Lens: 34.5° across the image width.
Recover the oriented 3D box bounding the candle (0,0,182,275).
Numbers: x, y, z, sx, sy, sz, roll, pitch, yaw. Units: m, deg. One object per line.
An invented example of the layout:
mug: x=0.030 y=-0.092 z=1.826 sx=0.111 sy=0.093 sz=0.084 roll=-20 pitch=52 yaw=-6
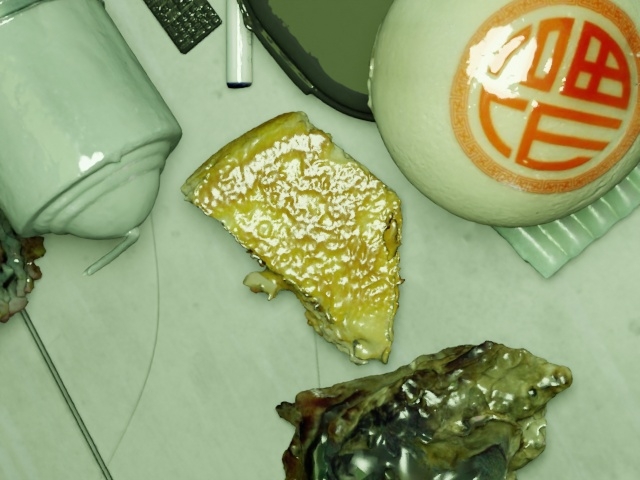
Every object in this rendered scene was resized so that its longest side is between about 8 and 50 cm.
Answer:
candle: x=-0.282 y=-0.133 z=1.102 sx=0.221 sy=0.221 sz=0.342 roll=-33 pitch=90 yaw=13

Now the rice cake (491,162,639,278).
rice cake: x=0.229 y=-0.079 z=1.079 sx=0.189 sy=0.037 sz=0.198 roll=-38 pitch=85 yaw=12

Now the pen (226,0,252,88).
pen: x=-0.089 y=-0.304 z=1.138 sx=0.033 sy=0.033 sz=0.269 roll=1 pitch=95 yaw=13

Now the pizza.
pizza: x=0.000 y=0.000 z=1.121 sx=0.189 sy=0.071 sz=0.297 roll=-43 pitch=88 yaw=0

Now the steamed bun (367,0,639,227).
steamed bun: x=0.189 y=-0.144 z=0.938 sx=0.283 sy=0.177 sz=0.283 roll=-2 pitch=106 yaw=-7

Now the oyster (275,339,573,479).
oyster: x=0.111 y=0.245 z=1.106 sx=0.361 sy=0.096 sz=0.221 roll=-19 pitch=97 yaw=16

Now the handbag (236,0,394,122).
handbag: x=0.051 y=-0.268 z=1.078 sx=0.254 sy=0.093 sz=0.308 roll=-42 pitch=85 yaw=14

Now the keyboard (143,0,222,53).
keyboard: x=-0.192 y=-0.310 z=1.169 sx=0.061 sy=0.013 sz=0.204 roll=-37 pitch=86 yaw=13

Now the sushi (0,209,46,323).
sushi: x=-0.453 y=-0.011 z=1.144 sx=0.171 sy=0.236 sz=0.270 roll=-16 pitch=94 yaw=22
